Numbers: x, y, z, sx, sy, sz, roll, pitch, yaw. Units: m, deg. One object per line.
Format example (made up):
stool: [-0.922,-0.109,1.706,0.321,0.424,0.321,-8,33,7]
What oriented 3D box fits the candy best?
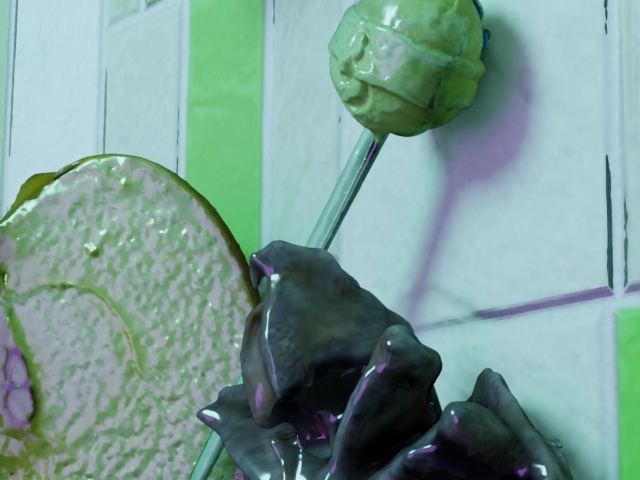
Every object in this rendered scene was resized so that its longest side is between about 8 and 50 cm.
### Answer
candy: [0.000,0.000,1.105,0.093,0.092,0.335,30,100,30]

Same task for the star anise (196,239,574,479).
star anise: [0.051,0.165,1.014,0.316,0.139,0.359,-29,75,57]

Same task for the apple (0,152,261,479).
apple: [-0.140,0.121,1.226,0.254,0.179,0.346,180,98,-66]
